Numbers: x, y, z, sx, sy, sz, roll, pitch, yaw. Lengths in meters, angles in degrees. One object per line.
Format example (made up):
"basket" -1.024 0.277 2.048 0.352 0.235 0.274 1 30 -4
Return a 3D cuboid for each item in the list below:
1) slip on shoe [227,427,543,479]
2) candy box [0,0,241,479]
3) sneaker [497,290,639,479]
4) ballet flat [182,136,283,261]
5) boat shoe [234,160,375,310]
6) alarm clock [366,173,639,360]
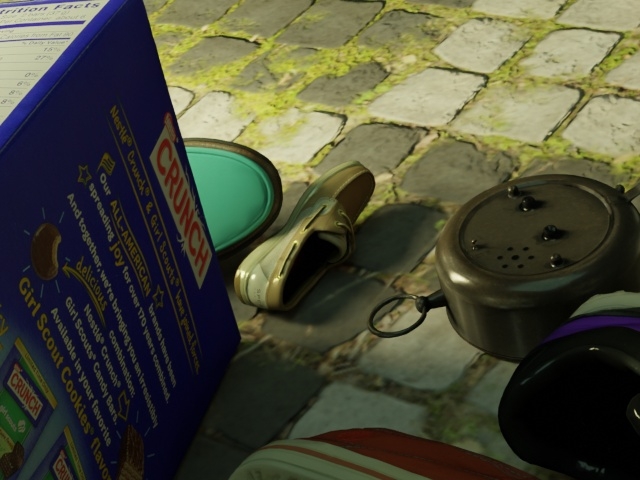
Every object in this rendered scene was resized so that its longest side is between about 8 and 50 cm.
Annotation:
"slip on shoe" 0.109 0.159 0.576 0.331 0.123 0.101 15 20 32
"candy box" -0.170 0.060 0.689 0.122 0.268 0.317 3 39 21
"sneaker" 0.211 0.094 0.582 0.293 0.102 0.146 4 12 38
"ballet flat" -0.158 -0.011 0.930 0.280 0.095 0.096 -15 4 8
"boat shoe" 0.000 0.000 0.890 0.045 0.050 0.135 22 61 38
"alarm clock" 0.118 0.018 0.802 0.192 0.064 0.129 -22 35 -1
